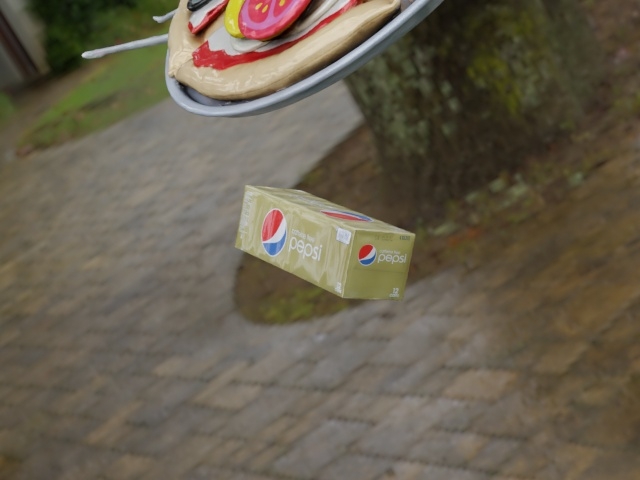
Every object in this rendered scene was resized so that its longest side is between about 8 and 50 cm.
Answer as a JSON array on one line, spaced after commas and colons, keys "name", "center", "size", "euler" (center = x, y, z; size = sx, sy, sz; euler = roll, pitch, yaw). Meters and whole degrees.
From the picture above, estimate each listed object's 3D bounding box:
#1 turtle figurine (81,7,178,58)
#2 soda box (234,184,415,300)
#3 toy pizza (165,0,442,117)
[{"name": "turtle figurine", "center": [-0.072, -0.169, 0.786], "size": [0.234, 0.118, 0.175], "euler": [-6, 37, -45]}, {"name": "soda box", "center": [0.000, 0.000, 1.255], "size": [0.061, 0.058, 0.181], "euler": [4, 11, -33]}, {"name": "toy pizza", "center": [0.007, -0.133, 0.610], "size": [0.201, 0.032, 0.201], "euler": [-32, 32, 23]}]
